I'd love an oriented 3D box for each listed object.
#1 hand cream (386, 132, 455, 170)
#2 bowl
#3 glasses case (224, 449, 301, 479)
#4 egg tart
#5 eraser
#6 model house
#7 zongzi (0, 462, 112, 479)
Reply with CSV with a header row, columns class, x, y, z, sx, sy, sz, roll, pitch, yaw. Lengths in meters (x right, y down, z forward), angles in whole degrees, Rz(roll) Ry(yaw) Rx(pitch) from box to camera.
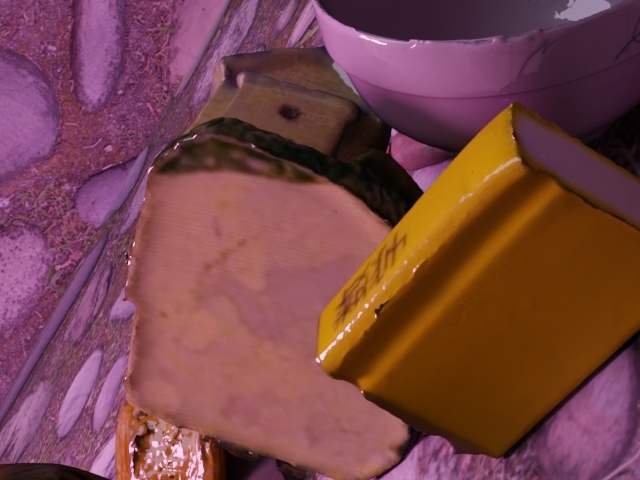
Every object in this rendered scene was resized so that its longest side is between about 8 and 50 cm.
class,x,y,z,sx,sy,sz,roll,pitch,yaw
hand cream,0.129,-0.103,1.212,0.210,0.043,0.067,-19,44,57
bowl,0.144,-0.158,0.965,0.287,0.143,0.287,-10,34,7
glasses case,-0.057,0.226,1.233,0.072,0.042,0.190,-52,18,5
egg tart,-0.152,0.221,1.300,0.241,0.106,0.241,180,90,-77
eraser,0.117,0.034,0.834,0.226,0.158,0.069,-51,22,32
model house,0.000,0.000,1.069,0.266,0.261,0.321,-66,-8,-51
zongzi,-0.160,0.355,0.875,0.160,0.323,0.360,-13,54,57
